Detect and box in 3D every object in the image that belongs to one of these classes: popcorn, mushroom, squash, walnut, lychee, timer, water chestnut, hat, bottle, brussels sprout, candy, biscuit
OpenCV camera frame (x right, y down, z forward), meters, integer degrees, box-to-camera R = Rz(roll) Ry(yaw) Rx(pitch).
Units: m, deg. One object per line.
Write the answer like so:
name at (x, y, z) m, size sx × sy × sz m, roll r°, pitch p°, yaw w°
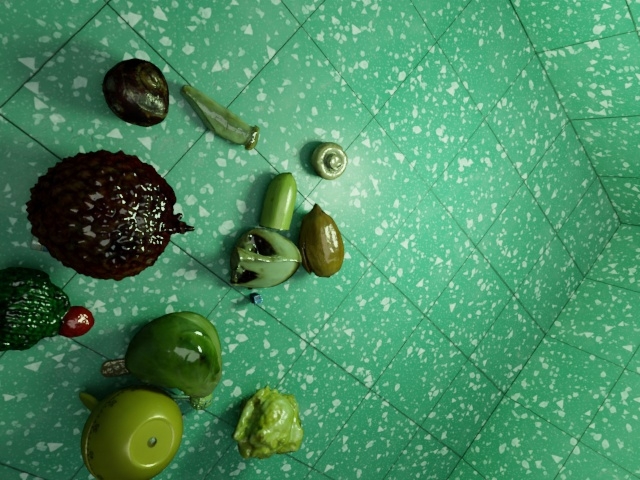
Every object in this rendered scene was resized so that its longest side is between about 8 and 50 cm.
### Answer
popcorn at (-0.241, 0.814, 1.830) m, size 0.313 × 0.312 × 0.311 m, roll -6°, pitch 104°, yaw -26°
mushroom at (-0.383, -0.460, 1.582) m, size 0.333 × 0.087 × 0.107 m, roll 28°, pitch 84°, yaw -25°
mushroom at (0.042, -0.344, 1.797) m, size 0.166 × 0.127 × 0.166 m, roll -7°, pitch 103°, yaw -33°
squash at (-0.170, -0.167, 1.730) m, size 0.133 × 0.132 × 0.246 m, roll 9°, pitch 95°, yaw -28°
mushroom at (-0.265, 0.082, 1.745) m, size 0.292 × 0.211 × 0.217 m, roll -5°, pitch 148°, yaw -37°
walnut at (0.000, 0.000, 1.812) m, size 0.209 × 0.209 × 0.335 m, roll -12°, pitch 108°, yaw -24°
lychee at (-0.661, -0.076, 1.349) m, size 0.501 × 0.424 × 0.424 m, roll 16°, pitch 94°, yaw -7°
timer at (-0.707, 0.700, 1.535) m, size 0.376 × 0.387 × 0.375 m, roll 11°, pitch 76°, yaw -49°
water chestnut at (-0.622, -0.483, 1.394) m, size 0.238 × 0.223 × 0.223 m, roll -14°, pitch 111°, yaw 15°
hat at (-0.939, 0.238, 1.404) m, size 0.274 × 0.242 × 0.332 m, roll -47°, pitch 144°, yaw 14°
bottle at (-0.880, 0.024, 1.452) m, size 0.217 × 0.060 × 0.060 m, roll 14°, pitch 95°, yaw -30°
brussels sprout at (-0.534, 0.437, 1.594) m, size 0.371 × 0.276 × 0.314 m, roll 39°, pitch 86°, yaw -29°
candy at (-0.616, 0.647, 1.721) m, size 0.336 × 0.092 × 0.093 m, roll 13°, pitch 132°, yaw -21°
biscuit at (-0.779, 0.498, 1.628) m, size 0.147 × 0.018 × 0.071 m, roll -1°, pitch 100°, yaw -27°

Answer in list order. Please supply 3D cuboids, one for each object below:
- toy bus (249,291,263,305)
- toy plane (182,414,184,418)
toy bus at (-0.278, 0.250, 1.791) m, size 0.038 × 0.083 × 0.045 m, roll -16°, pitch 96°, yaw -23°
toy plane at (-0.636, 0.747, 1.750) m, size 0.121 × 0.031 × 0.049 m, roll 27°, pitch 80°, yaw -26°
